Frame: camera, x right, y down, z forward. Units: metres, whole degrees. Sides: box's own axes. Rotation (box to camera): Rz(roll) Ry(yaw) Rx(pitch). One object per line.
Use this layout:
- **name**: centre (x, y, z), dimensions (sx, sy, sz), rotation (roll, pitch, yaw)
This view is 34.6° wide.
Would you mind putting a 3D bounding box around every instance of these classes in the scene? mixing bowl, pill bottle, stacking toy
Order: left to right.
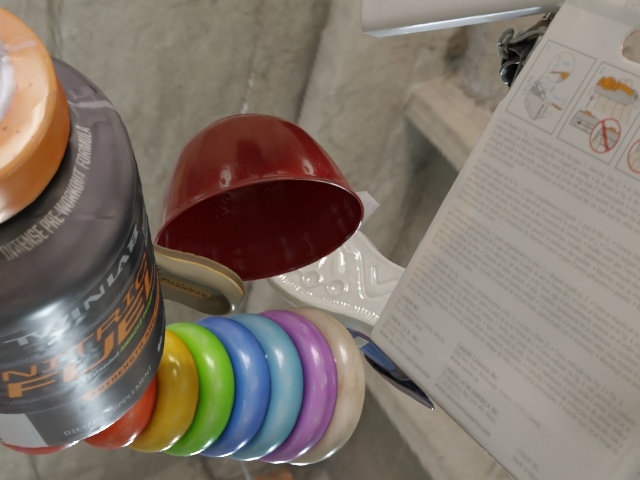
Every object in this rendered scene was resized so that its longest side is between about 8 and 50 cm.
- **pill bottle**: centre (-0.141, 0.001, 0.456), dimensions (0.130, 0.130, 0.245), rotation (58, -16, 20)
- **stacking toy**: centre (-0.115, 0.112, 0.814), dimensions (0.141, 0.330, 0.141), rotation (-8, -102, 40)
- **mixing bowl**: centre (-0.061, -0.046, 0.892), dimensions (0.181, 0.181, 0.098), rotation (-46, -130, 49)

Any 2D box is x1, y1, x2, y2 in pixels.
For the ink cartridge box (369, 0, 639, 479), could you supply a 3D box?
- **ink cartridge box**: centre (0.231, 0.002, 0.828), dimensions (0.385, 0.091, 0.308), rotation (-61, -143, 10)

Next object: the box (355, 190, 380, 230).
- **box**: centre (0.000, 0.000, 1.696), dimensions (0.038, 0.186, 0.145), rotation (47, -18, -17)

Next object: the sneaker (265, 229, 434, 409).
- **sneaker**: centre (0.057, 0.095, 1.313), dimensions (0.323, 0.130, 0.236), rotation (29, -20, 24)

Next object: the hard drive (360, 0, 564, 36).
- **hard drive**: centre (0.193, -0.369, 1.181), dimensions (0.353, 0.047, 0.233), rotation (3, -91, 47)

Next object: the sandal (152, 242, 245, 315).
- **sandal**: centre (-0.135, 0.023, 0.667), dimensions (0.072, 0.180, 0.049), rotation (-32, -139, 58)

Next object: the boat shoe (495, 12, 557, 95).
- **boat shoe**: centre (0.262, -0.214, 1.245), dimensions (0.105, 0.306, 0.113), rotation (15, -19, 10)
